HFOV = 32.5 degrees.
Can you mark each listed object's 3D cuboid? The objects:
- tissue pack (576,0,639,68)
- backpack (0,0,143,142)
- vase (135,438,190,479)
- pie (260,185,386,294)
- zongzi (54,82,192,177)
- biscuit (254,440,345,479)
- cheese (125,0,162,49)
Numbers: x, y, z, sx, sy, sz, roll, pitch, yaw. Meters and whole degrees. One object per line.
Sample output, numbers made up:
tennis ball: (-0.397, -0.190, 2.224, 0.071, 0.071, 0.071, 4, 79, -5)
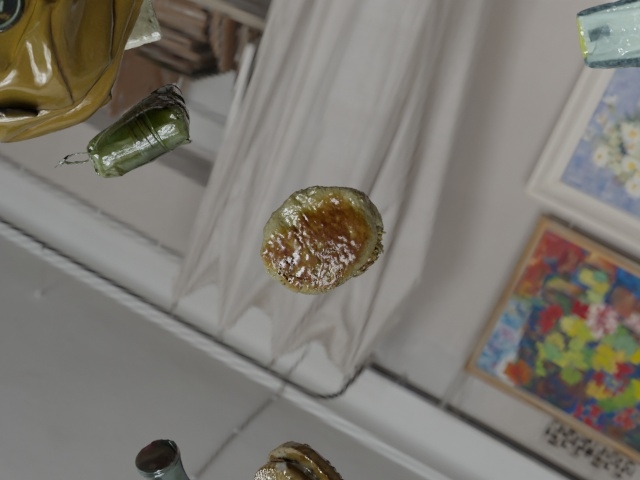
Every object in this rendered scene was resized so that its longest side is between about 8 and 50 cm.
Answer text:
tissue pack: (0.438, -0.247, 1.222, 0.257, 0.081, 0.185, -17, -169, -38)
backpack: (-0.342, -0.288, 1.058, 0.353, 0.378, 0.201, 4, 167, -6)
vase: (-0.173, 0.345, 1.404, 0.086, 0.214, 0.086, -13, -145, 9)
pie: (0.000, 0.000, 1.652, 0.163, 0.193, 0.079, 49, -170, -8)
zongzi: (-0.218, -0.119, 1.220, 0.062, 0.154, 0.130, 61, -178, -32)
biscuit: (-0.018, 0.455, 1.802, 0.079, 0.259, 0.259, -26, -130, -32)
cheese: (-0.341, -0.473, 1.806, 0.085, 0.034, 0.400, -16, -119, -4)
